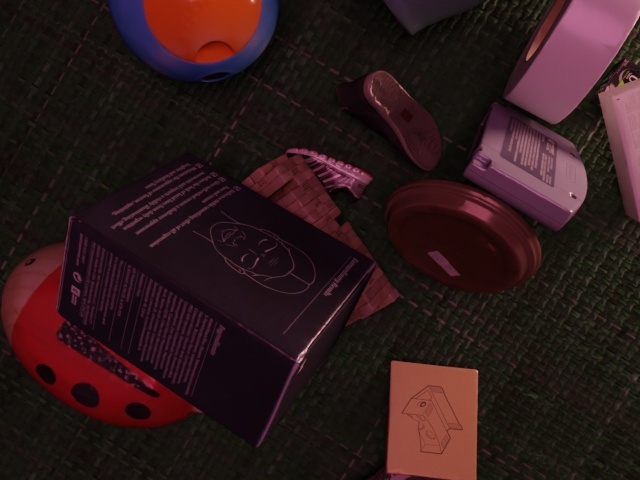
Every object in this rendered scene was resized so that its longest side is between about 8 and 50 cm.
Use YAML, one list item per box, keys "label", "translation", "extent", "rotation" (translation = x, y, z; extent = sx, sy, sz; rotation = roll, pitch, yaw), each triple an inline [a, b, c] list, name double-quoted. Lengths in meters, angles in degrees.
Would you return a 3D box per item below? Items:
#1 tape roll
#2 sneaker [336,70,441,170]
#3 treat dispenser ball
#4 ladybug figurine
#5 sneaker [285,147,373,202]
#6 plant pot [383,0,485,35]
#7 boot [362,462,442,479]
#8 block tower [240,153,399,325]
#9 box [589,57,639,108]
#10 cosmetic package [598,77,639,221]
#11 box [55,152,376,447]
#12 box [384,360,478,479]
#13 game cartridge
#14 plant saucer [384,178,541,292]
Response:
- label: "tape roll"
  translation: [0.420, -0.340, 1.087]
  extent: [0.100, 0.286, 0.286]
  rotation: [28, 92, 2]
- label: "sneaker"
  translation: [0.130, -0.220, 1.212]
  extent: [0.083, 0.118, 0.222]
  rotation: [-50, 118, -16]
- label: "treat dispenser ball"
  translation: [-0.213, -0.415, 1.112]
  extent: [0.289, 0.288, 0.287]
  rotation: [0, 91, 3]
- label: "ladybug figurine"
  translation: [-0.390, 0.179, 1.194]
  extent: [0.450, 0.162, 0.305]
  rotation: [31, 92, 2]
- label: "sneaker"
  translation: [0.008, -0.119, 1.219]
  extent: [0.171, 0.063, 0.074]
  rotation: [22, 96, 4]
- label: "plant pot"
  translation: [0.199, -0.502, 1.115]
  extent: [0.255, 0.272, 0.271]
  rotation: [-35, 89, 17]
- label: "boot"
  translation: [0.195, 0.480, 1.212]
  extent: [0.229, 0.091, 0.263]
  rotation: [-41, 96, -5]
- label: "block tower"
  translation: [0.000, 0.000, 1.184]
  extent: [0.091, 0.097, 0.335]
  rotation: [-35, 93, 39]
- label: "box"
  translation: [0.547, -0.277, 1.195]
  extent: [0.062, 0.052, 0.083]
  rotation: [33, 91, 2]
- label: "cosmetic package"
  translation: [0.573, -0.162, 1.160]
  extent: [0.099, 0.060, 0.238]
  rotation: [-21, 108, 1]
- label: "box"
  translation: [-0.163, 0.076, 1.061]
  extent: [0.396, 0.293, 0.211]
  rotation: [31, 126, 11]
- label: "box"
  translation: [0.203, 0.328, 1.195]
  extent: [0.165, 0.021, 0.201]
  rotation: [7, 69, -2]
- label: "game cartridge"
  translation: [0.350, -0.129, 1.103]
  extent: [0.198, 0.297, 0.062]
  rotation: [35, 125, 0]
- label: "plant saucer"
  translation: [0.231, 0.005, 1.113]
  extent: [0.278, 0.278, 0.041]
  rotation: [29, 63, 2]
